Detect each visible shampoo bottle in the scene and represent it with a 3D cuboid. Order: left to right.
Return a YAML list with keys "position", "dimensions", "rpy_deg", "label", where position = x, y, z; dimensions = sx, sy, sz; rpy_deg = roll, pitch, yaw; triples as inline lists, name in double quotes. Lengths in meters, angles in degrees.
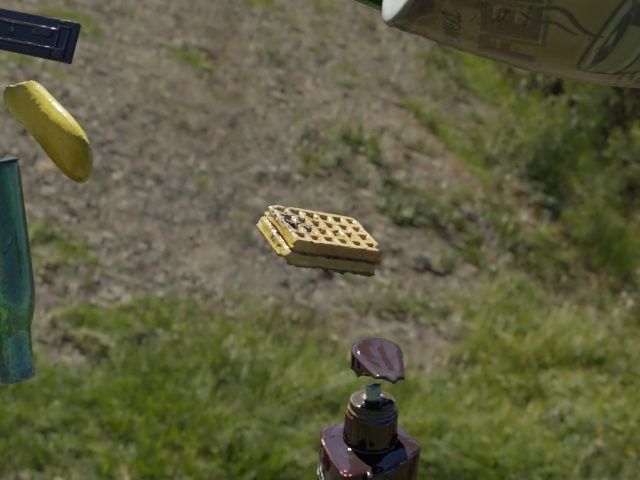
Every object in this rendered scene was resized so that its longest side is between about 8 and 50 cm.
- position: [0.029, 0.173, 0.945]
  dimensions: [0.067, 0.236, 0.068]
  rpy_deg: [-15, 30, -32]
  label: "shampoo bottle"

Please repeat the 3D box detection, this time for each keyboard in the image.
- position: [-0.445, -0.302, 2.076]
  dimensions: [0.204, 0.061, 0.013]
  rpy_deg: [12, -3, 14]
  label: "keyboard"

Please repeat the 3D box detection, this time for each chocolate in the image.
- position: [-0.421, 0.041, 1.874]
  dimensions: [0.110, 0.291, 0.110]
  rpy_deg: [-8, 5, 1]
  label: "chocolate"

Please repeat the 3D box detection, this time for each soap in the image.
- position: [-0.331, -0.141, 1.765]
  dimensions: [0.033, 0.089, 0.168]
  rpy_deg: [-25, 63, -37]
  label: "soap"

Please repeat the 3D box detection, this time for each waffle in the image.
- position: [0.000, 0.000, 1.894]
  dimensions: [0.148, 0.042, 0.102]
  rpy_deg: [10, 27, -33]
  label: "waffle"

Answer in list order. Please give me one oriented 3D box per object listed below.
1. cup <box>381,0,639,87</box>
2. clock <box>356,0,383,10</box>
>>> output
- position: [0.199, -0.228, 1.197]
  dimensions: [0.257, 0.227, 0.301]
  rpy_deg: [25, -1, -11]
  label: "cup"
- position: [0.120, -0.401, 1.817]
  dimensions: [0.220, 0.255, 0.106]
  rpy_deg: [24, 62, 12]
  label: "clock"
